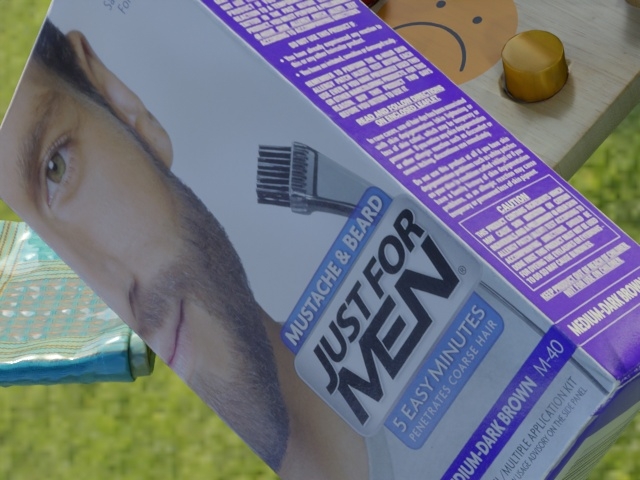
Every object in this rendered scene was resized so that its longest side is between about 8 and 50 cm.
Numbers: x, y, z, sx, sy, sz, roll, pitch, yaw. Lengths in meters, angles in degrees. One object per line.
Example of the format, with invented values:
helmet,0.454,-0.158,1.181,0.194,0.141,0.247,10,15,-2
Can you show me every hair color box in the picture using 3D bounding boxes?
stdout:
hair color box,0.000,0.000,0.899,0.339,0.110,0.185,44,128,18

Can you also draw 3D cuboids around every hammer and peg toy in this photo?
hammer and peg toy,0.033,-0.135,1.139,0.361,0.266,0.127,30,158,34

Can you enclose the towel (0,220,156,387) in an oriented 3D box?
towel,-0.306,0.043,1.459,0.271,0.370,0.040,-89,-1,-66
